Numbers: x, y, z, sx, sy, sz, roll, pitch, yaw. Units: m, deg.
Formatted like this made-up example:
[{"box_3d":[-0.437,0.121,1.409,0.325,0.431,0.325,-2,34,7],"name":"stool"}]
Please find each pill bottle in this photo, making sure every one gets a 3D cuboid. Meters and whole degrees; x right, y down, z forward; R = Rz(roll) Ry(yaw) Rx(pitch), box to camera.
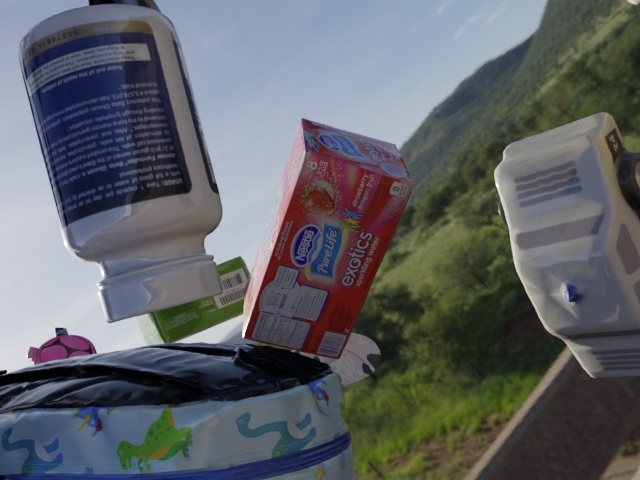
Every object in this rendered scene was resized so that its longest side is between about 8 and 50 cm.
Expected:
[{"box_3d":[-0.112,-0.041,0.401,0.094,0.169,0.094,-15,-3,-1],"name":"pill bottle"}]

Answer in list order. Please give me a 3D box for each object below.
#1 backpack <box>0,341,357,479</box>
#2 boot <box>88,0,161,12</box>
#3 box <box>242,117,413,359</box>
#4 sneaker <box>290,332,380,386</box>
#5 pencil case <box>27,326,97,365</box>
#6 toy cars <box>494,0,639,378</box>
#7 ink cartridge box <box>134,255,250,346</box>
[{"box_3d":[-0.135,0.196,0.594,0.356,0.273,0.290,-25,-19,26],"name":"backpack"},{"box_3d":[-0.285,-0.342,0.868,0.077,0.198,0.137,-37,11,15],"name":"boot"},{"box_3d":[0.000,0.000,0.815,0.122,0.128,0.256,-99,26,-61],"name":"box"},{"box_3d":[-0.023,0.226,1.155,0.235,0.094,0.153,-20,-10,-20],"name":"sneaker"},{"box_3d":[-0.395,0.241,1.060,0.098,0.095,0.209,-2,-53,-15],"name":"pencil case"},{"box_3d":[0.178,-0.059,0.375,0.087,0.176,0.393,-35,-39,-37],"name":"toy cars"},{"box_3d":[-0.246,0.130,1.245,0.189,0.097,0.255,-21,-6,-30],"name":"ink cartridge box"}]
